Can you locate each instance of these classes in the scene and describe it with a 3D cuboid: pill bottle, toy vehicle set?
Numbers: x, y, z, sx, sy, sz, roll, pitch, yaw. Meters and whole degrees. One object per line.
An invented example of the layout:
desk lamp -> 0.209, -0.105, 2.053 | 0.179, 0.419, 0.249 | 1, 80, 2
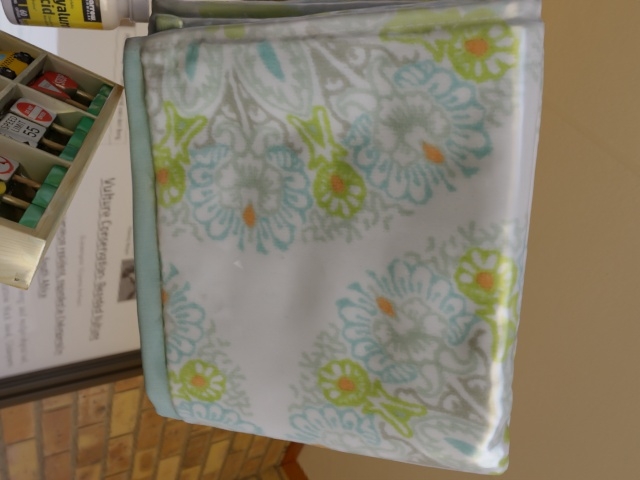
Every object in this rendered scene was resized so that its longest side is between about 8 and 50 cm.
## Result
pill bottle -> -0.208, -0.216, 0.515 | 0.065, 0.116, 0.065 | 178, -90, -75
toy vehicle set -> -0.234, -0.083, 0.390 | 0.035, 0.166, 0.267 | -59, -157, 24

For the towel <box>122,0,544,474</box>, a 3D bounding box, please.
towel -> 0.000, 0.000, 0.484 | 0.320, 0.090, 0.375 | 6, -73, 19
